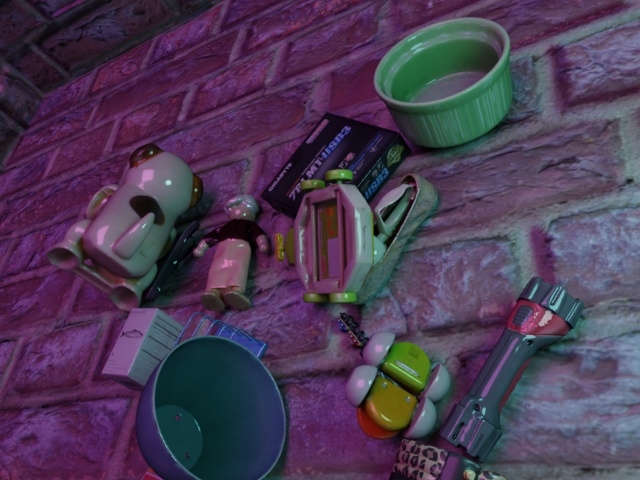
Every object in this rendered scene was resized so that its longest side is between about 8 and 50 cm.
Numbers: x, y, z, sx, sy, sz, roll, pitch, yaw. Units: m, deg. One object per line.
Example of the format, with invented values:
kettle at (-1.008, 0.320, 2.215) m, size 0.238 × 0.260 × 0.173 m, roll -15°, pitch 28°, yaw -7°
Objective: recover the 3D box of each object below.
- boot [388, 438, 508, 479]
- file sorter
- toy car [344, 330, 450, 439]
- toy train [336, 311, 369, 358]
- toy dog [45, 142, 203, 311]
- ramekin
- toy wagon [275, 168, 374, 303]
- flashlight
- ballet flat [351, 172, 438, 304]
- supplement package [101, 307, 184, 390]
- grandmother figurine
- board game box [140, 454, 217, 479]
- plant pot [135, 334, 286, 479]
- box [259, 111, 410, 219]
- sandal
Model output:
boot at (0.196, 0.459, 0.879) m, size 0.377 × 0.138 × 0.284 m, roll 5°, pitch 60°, yaw 48°
file sorter at (-0.229, 0.243, 1.420) m, size 0.170 × 0.104 × 0.118 m, roll 12°, pitch 66°, yaw 44°
toy car at (0.124, 0.262, 1.101) m, size 0.182 × 0.159 × 0.136 m, roll -55°, pitch -6°, yaw -41°
toy train at (0.074, 0.197, 1.272) m, size 0.036 × 0.027 × 0.158 m, roll -51°, pitch 40°, yaw 9°
toy dog at (-0.509, -0.078, 1.748) m, size 0.395 × 0.284 × 0.408 m, roll -47°, pitch 15°, yaw 54°
ramekin at (0.286, -0.350, 1.431) m, size 0.303 × 0.148 × 0.303 m, roll -16°, pitch 45°, yaw 17°
toy wagon at (0.000, 0.000, 1.366) m, size 0.344 × 0.068 × 0.267 m, roll -10°, pitch 81°, yaw 62°
flashlight at (0.309, 0.209, 1.023) m, size 0.103 × 0.103 × 0.304 m, roll 30°, pitch 81°, yaw 14°
ballet flat at (0.128, -0.014, 1.341) m, size 0.107 × 0.106 × 0.316 m, roll 20°, pitch 71°, yaw 47°
supplement package at (-0.435, 0.269, 1.565) m, size 0.105 × 0.105 × 0.179 m, roll -6°, pitch 53°, yaw 37°
grandmother figurine at (-0.223, 0.017, 1.617) m, size 0.207 × 0.104 × 0.342 m, roll 2°, pitch 51°, yaw 8°
board game box at (-0.268, 0.511, 1.285) m, size 0.259 × 0.039 × 0.124 m, roll 22°, pitch 72°, yaw 44°
plant pot at (-0.239, 0.357, 1.227) m, size 0.195 × 0.290 × 0.290 m, roll -37°, pitch 38°, yaw 36°
box at (0.028, -0.169, 1.581) m, size 0.295 × 0.073 × 0.293 m, roll -51°, pitch 42°, yaw -8°
sandal at (-0.396, 0.062, 1.742) m, size 0.255 × 0.054 × 0.097 m, roll -64°, pitch 12°, yaw -21°
